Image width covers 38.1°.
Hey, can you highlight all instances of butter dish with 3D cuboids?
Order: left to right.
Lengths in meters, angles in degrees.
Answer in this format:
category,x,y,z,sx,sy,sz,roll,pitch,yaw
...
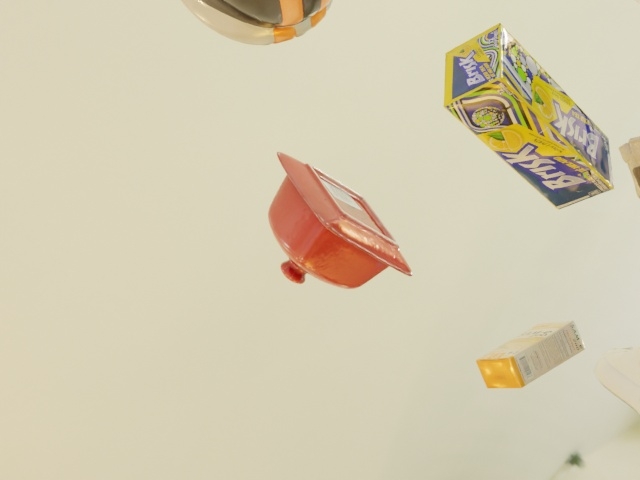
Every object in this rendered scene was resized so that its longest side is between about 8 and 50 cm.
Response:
category,x,y,z,sx,sy,sz,roll,pitch,yaw
butter dish,0.000,0.000,1.062,0.160,0.160,0.118,28,-69,-41

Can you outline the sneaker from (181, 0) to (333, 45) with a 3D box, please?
category,x,y,z,sx,sy,sz,roll,pitch,yaw
sneaker,-0.107,-0.246,0.460,0.125,0.321,0.180,-52,-2,-9

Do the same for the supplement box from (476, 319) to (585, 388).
category,x,y,z,sx,sy,sz,roll,pitch,yaw
supplement box,0.226,0.123,0.999,0.098,0.036,0.062,-24,2,-28

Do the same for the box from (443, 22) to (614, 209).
category,x,y,z,sx,sy,sz,roll,pitch,yaw
box,0.169,-0.093,0.741,0.054,0.059,0.169,-23,-42,38

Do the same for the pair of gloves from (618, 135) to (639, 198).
category,x,y,z,sx,sy,sz,roll,pitch,yaw
pair of gloves,0.527,-0.080,1.243,0.042,0.204,0.240,-34,4,-31

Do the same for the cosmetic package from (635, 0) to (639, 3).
category,x,y,z,sx,sy,sz,roll,pitch,yaw
cosmetic package,0.568,-0.347,1.189,0.224,0.224,0.138,-12,-53,-13

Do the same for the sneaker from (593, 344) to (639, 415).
category,x,y,z,sx,sy,sz,roll,pitch,yaw
sneaker,0.393,0.146,1.019,0.123,0.105,0.290,-60,3,4
